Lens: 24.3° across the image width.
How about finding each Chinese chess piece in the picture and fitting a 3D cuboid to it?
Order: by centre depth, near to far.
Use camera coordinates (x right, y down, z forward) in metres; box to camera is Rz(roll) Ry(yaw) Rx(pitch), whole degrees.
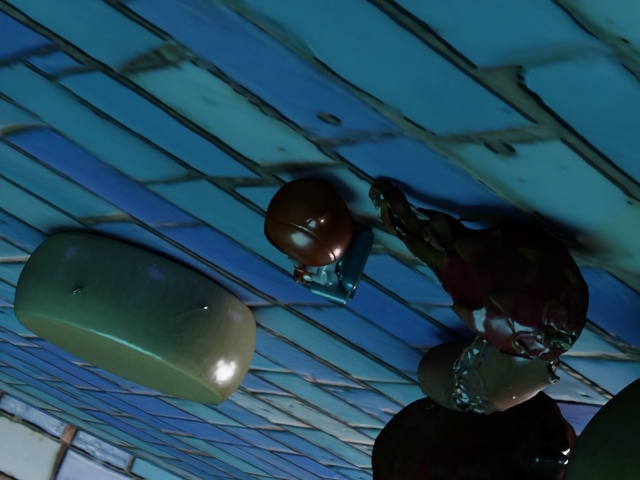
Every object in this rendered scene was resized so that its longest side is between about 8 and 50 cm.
[{"bbox_3d":[-0.199,0.086,1.614,0.273,0.102,0.273,20,165,6],"label":"Chinese chess piece"}]

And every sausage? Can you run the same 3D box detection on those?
[{"bbox_3d":[0.152,0.103,1.282,0.087,0.079,0.326,47,163,4],"label":"sausage"}]

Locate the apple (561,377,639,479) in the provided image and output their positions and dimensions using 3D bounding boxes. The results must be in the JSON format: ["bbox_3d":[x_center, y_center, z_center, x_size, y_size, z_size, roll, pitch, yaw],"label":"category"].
[{"bbox_3d":[0.315,0.217,1.115,0.234,0.256,0.257,22,168,46],"label":"apple"}]

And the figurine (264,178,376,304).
[{"bbox_3d":[0.000,0.000,1.164,0.075,0.068,0.140,19,165,18],"label":"figurine"}]

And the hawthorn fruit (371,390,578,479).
[{"bbox_3d":[0.168,0.233,1.457,0.208,0.208,0.248,29,146,-23],"label":"hawthorn fruit"}]

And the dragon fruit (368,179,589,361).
[{"bbox_3d":[0.116,0.015,1.075,0.190,0.094,0.094,38,170,23],"label":"dragon fruit"}]
